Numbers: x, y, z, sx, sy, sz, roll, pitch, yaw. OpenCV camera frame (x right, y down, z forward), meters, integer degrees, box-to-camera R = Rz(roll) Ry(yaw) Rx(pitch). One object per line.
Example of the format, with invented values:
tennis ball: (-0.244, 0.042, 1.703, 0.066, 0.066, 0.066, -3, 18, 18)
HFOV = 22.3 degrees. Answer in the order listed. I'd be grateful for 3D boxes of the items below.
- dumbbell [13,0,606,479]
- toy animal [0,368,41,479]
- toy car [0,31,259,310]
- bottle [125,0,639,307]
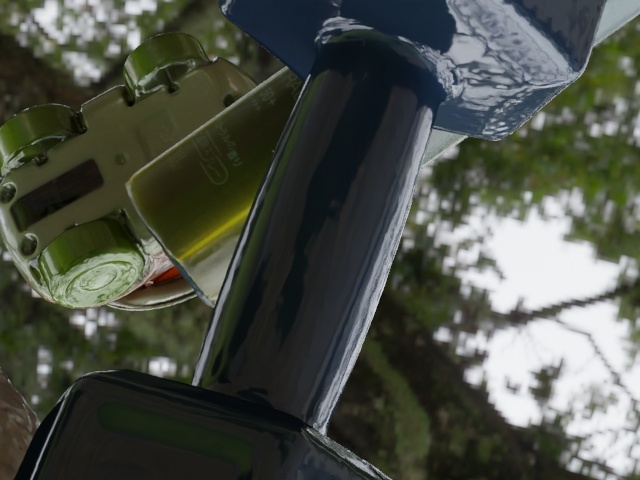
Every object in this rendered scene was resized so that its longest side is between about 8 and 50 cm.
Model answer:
dumbbell: (0.000, 0.000, 0.619, 0.144, 0.160, 0.325, -5, -121, 46)
toy animal: (-0.273, 0.150, 0.939, 0.226, 0.188, 0.358, -22, -145, -24)
toy car: (-0.119, -0.026, 1.256, 0.235, 0.235, 0.145, -11, -121, -29)
bottle: (0.042, -0.078, 0.805, 0.286, 0.082, 0.082, -35, -142, 2)
